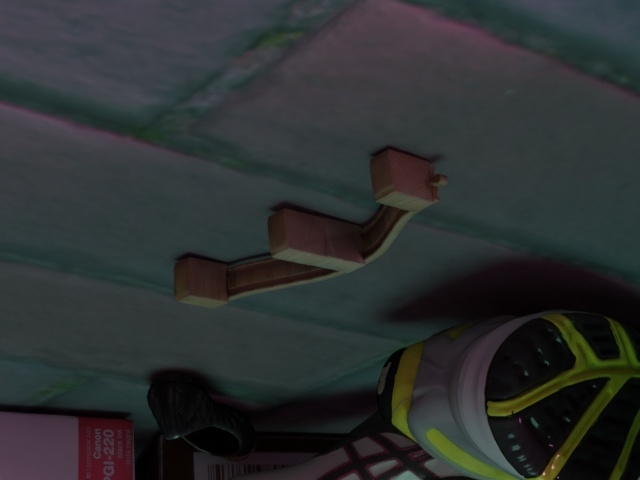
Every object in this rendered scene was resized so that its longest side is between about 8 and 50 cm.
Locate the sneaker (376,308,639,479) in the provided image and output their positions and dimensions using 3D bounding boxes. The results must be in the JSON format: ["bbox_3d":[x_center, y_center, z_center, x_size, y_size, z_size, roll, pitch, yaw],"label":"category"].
[{"bbox_3d":[0.200,0.118,0.981,0.147,0.145,0.384,3,164,46],"label":"sneaker"}]

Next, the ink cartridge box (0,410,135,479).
[{"bbox_3d":[-0.271,0.194,1.102,0.217,0.092,0.158,6,156,-25],"label":"ink cartridge box"}]

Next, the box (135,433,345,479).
[{"bbox_3d":[-0.099,0.293,1.310,0.191,0.143,0.381,4,158,-17],"label":"box"}]

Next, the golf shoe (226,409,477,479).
[{"bbox_3d":[0.047,0.179,1.094,0.272,0.120,0.105,-4,163,9],"label":"golf shoe"}]

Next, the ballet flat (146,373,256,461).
[{"bbox_3d":[-0.092,0.146,1.069,0.057,0.049,0.173,-9,157,14],"label":"ballet flat"}]

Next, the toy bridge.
[{"bbox_3d":[0.000,0.000,0.767,0.063,0.026,0.188,14,152,-41],"label":"toy bridge"}]
